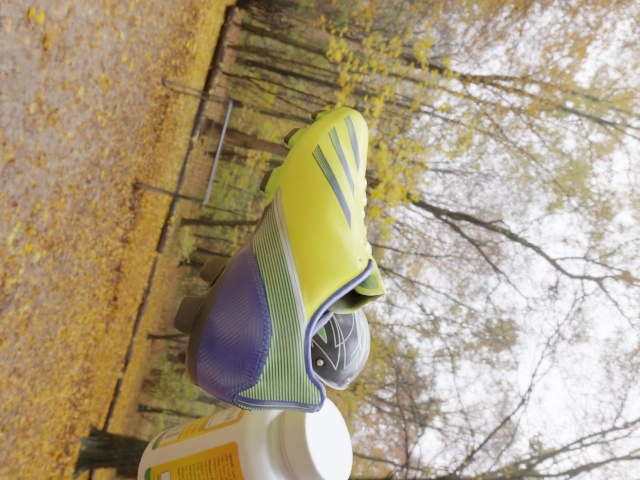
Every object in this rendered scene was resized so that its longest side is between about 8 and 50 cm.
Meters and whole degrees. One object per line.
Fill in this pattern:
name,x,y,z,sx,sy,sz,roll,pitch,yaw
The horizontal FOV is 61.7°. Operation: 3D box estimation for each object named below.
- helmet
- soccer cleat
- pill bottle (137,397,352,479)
helmet,-0.004,0.145,0.827,0.162,0.169,0.169,-14,-129,30
soccer cleat,0.000,0.001,0.415,0.093,0.121,0.289,100,11,-49
pill bottle,-0.078,0.233,0.564,0.209,0.117,0.117,-25,-144,22
